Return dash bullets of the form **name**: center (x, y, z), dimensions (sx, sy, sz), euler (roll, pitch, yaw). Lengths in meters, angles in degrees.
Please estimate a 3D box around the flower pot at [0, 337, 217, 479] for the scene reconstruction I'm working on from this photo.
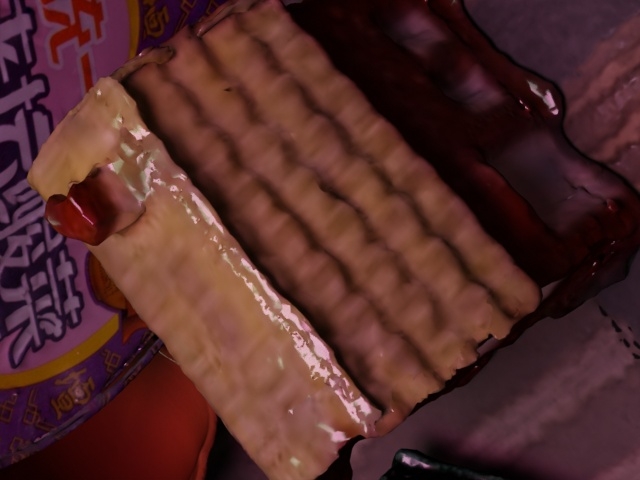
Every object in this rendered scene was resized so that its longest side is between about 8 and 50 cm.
- **flower pot**: center (-0.167, 0.159, 0.875), dimensions (0.190, 0.190, 0.173), euler (35, 133, 20)

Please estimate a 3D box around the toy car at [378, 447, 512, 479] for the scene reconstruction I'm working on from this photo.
- **toy car**: center (0.077, 0.280, 0.788), dimensions (0.141, 0.097, 0.321), euler (15, 112, 28)

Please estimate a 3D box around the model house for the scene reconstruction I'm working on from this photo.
- **model house**: center (0.000, 0.000, 0.663), dimensions (0.196, 0.254, 0.160), euler (51, 127, 10)

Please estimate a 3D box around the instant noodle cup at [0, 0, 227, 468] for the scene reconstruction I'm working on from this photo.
- **instant noodle cup**: center (-0.236, -0.076, 0.764), dimensions (0.266, 0.339, 0.340), euler (27, 117, 33)
